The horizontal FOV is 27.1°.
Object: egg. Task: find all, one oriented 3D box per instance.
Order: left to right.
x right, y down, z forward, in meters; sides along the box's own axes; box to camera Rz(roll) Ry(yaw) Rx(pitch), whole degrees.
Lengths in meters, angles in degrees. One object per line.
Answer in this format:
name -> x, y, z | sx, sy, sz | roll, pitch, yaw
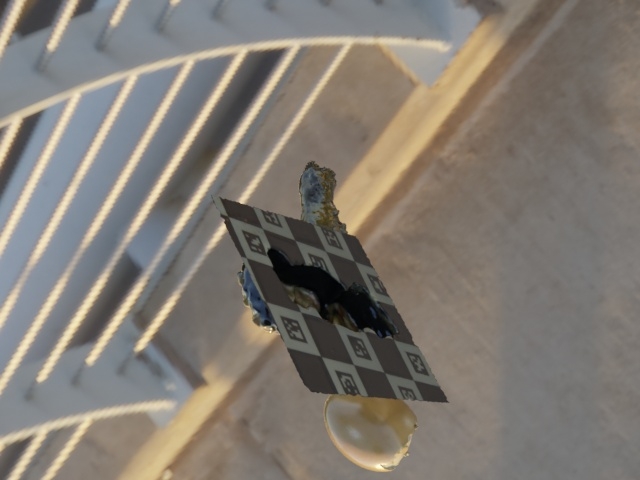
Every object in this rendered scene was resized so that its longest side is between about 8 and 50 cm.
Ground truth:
egg -> 0.048, 0.183, 1.315 | 0.096, 0.080, 0.080 | 24, 128, 7

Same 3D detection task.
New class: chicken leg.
chicken leg -> -0.001, -0.001, 1.501 | 0.085, 0.197, 0.069 | -4, 159, 2

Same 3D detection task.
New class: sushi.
sushi -> -0.005, 0.068, 1.118 | 0.050, 0.215, 0.192 | -41, 60, 23
